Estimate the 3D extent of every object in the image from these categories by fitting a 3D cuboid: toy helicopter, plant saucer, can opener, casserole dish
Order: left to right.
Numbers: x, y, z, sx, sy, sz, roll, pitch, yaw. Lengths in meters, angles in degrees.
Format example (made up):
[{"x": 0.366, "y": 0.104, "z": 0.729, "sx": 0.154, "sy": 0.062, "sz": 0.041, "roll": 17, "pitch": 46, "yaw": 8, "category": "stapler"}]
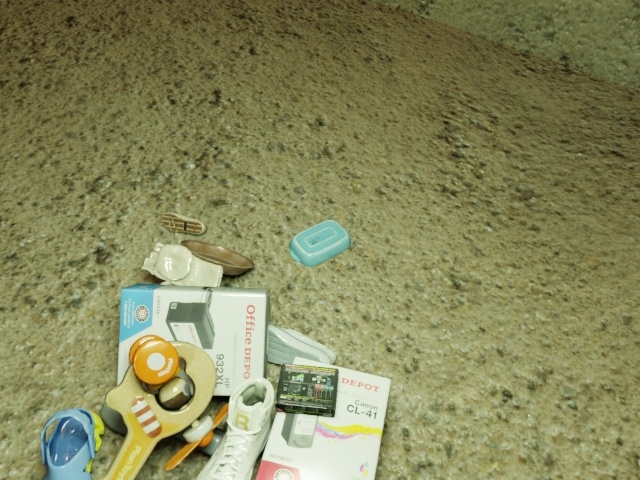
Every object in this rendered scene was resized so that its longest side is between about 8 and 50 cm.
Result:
[{"x": -0.316, "y": 0.368, "z": 1.077, "sx": 0.234, "sy": 0.140, "sz": 0.355, "roll": 33, "pitch": 73, "yaw": -17, "category": "toy helicopter"}, {"x": -0.335, "y": 0.397, "z": 1.196, "sx": 0.283, "sy": 0.076, "sz": 0.095, "roll": 23, "pitch": 83, "yaw": 14, "category": "can opener"}, {"x": -0.269, "y": 0.048, "z": 1.453, "sx": 0.198, "sy": 0.036, "sz": 0.198, "roll": 20, "pitch": 7, "yaw": -3, "category": "plant saucer"}, {"x": 0.000, "y": 0.000, "z": 1.576, "sx": 0.188, "sy": 0.037, "sz": 0.114, "roll": -26, "pitch": 56, "yaw": -24, "category": "casserole dish"}]

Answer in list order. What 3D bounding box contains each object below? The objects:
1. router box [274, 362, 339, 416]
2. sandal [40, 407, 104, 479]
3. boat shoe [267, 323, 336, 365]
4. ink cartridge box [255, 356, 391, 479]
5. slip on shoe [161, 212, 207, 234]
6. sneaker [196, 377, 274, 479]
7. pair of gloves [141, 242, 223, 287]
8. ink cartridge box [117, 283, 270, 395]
[{"x": -0.026, "y": 0.302, "z": 1.141, "sx": 0.122, "sy": 0.038, "sz": 0.092, "roll": 6, "pitch": 49, "yaw": 3, "category": "router box"}, {"x": -0.488, "y": 0.456, "z": 1.075, "sx": 0.126, "sy": 0.138, "sz": 0.318, "roll": -8, "pitch": 52, "yaw": -14, "category": "sandal"}, {"x": -0.070, "y": 0.254, "z": 1.334, "sx": 0.226, "sy": 0.083, "sz": 0.075, "roll": 25, "pitch": 21, "yaw": 21, "category": "boat shoe"}, {"x": 0.008, "y": 0.419, "z": 1.153, "sx": 0.225, "sy": 0.131, "sz": 0.306, "roll": 12, "pitch": 51, "yaw": 7, "category": "ink cartridge box"}, {"x": -0.381, "y": -0.048, "z": 1.583, "sx": 0.135, "sy": 0.052, "sz": 0.041, "roll": 10, "pitch": 9, "yaw": 14, "category": "slip on shoe"}, {"x": -0.165, "y": 0.385, "z": 1.054, "sx": 0.108, "sy": 0.169, "sz": 0.293, "roll": 12, "pitch": 30, "yaw": 8, "category": "sneaker"}, {"x": -0.360, "y": 0.131, "z": 1.343, "sx": 0.204, "sy": 0.042, "sz": 0.240, "roll": 24, "pitch": 87, "yaw": 16, "category": "pair of gloves"}, {"x": -0.270, "y": 0.215, "z": 1.236, "sx": 0.307, "sy": 0.129, "sz": 0.223, "roll": 2, "pitch": 89, "yaw": -3, "category": "ink cartridge box"}]
